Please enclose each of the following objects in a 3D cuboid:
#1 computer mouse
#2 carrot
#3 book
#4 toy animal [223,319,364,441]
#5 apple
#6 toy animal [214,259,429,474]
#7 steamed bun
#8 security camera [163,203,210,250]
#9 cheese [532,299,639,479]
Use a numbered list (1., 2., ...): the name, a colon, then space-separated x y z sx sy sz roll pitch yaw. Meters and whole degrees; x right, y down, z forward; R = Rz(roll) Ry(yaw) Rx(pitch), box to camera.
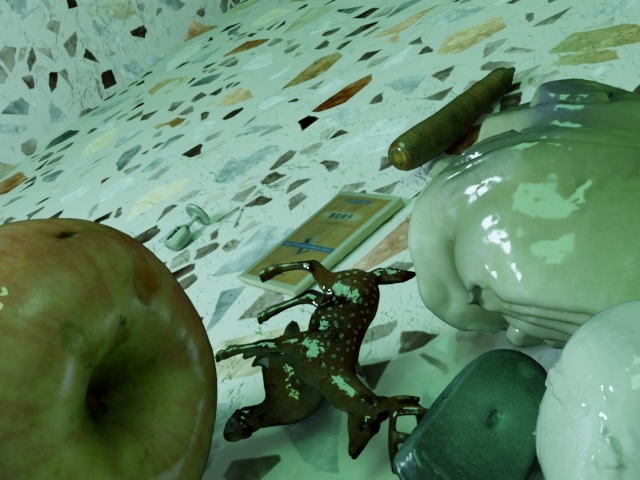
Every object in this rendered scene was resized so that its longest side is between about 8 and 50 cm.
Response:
1. computer mouse: 0.144 0.189 0.815 0.113 0.068 0.229 33 46 15
2. carrot: 0.238 -0.212 1.525 0.342 0.070 0.070 -38 26 -32
3. book: 0.000 -0.001 1.417 0.242 0.018 0.170 -41 27 -25
4. toy animal: -0.046 0.164 1.082 0.179 0.089 0.188 -33 23 1
5. apple: -0.303 0.177 0.946 0.347 0.391 0.391 -10 31 38
6. toy animal: 0.023 0.115 0.956 0.260 0.087 0.243 4 57 24
7. steamed bun: 0.255 -0.044 0.932 0.352 0.247 0.339 -36 21 -34
8. security camera: -0.259 -0.020 1.694 0.058 0.058 0.092 2 47 48
9. cheese: 0.260 0.145 0.695 0.155 0.188 0.198 2 26 -7
